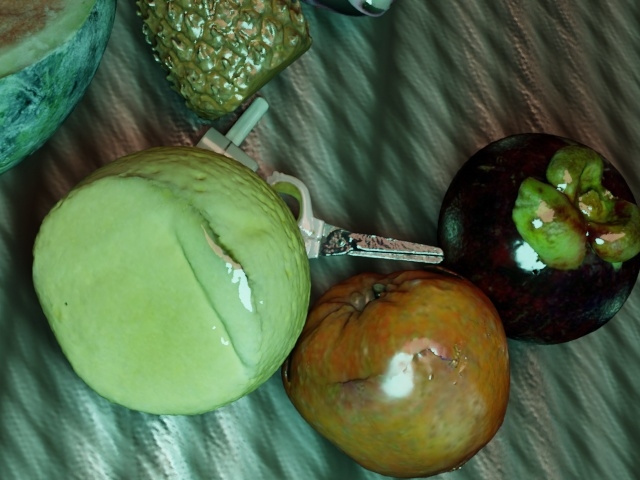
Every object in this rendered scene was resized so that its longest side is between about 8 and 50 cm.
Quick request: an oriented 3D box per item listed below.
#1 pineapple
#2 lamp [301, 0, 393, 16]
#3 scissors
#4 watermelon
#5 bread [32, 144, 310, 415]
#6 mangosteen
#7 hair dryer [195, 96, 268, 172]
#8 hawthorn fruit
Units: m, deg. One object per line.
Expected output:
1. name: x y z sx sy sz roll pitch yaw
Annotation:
1. pineapple: -0.167 -0.336 1.546 0.202 0.202 0.362 -40 104 -23
2. lamp: 0.007 -0.445 1.643 0.301 0.247 0.247 34 30 -7
3. scissors: 0.000 0.000 1.573 0.317 0.024 0.160 9 87 4
4. watermelon: -0.415 -0.228 1.480 0.258 0.228 0.387 36 62 5
5. bread: -0.166 0.043 1.449 0.320 0.237 0.321 1 93 16
6. mangosteen: 0.288 -0.007 1.584 0.288 0.288 0.288 5 74 -16
7. hair dryer: -0.102 -0.138 1.631 0.082 0.047 0.137 37 61 -6
8. hawthorn fruit: 0.116 0.179 1.509 0.276 0.276 0.307 -47 120 -23
